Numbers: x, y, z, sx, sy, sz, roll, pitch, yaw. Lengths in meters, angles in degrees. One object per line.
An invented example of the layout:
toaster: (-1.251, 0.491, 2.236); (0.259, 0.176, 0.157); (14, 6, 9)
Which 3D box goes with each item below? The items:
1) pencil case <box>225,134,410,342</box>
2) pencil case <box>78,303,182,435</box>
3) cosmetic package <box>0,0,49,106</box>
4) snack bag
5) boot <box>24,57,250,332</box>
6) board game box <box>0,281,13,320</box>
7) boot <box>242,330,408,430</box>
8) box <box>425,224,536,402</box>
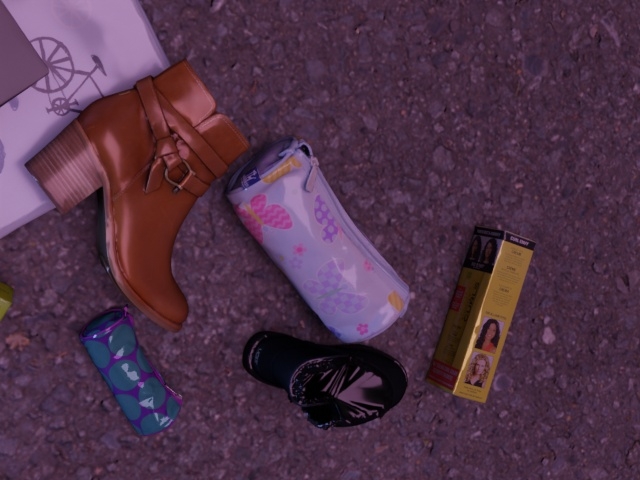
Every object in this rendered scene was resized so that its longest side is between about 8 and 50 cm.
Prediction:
pencil case: (0.000, 0.000, 1.217); (0.124, 0.113, 0.273); (-29, 111, 17)
pencil case: (-0.225, 0.157, 1.169); (0.070, 0.064, 0.152); (-29, 108, -1)
cosmetic package: (-0.402, -0.137, 0.957); (0.238, 0.127, 0.107); (-46, 112, -30)
snack bag: (-0.341, -0.196, 1.093); (0.342, 0.037, 0.323); (-31, 108, -16)
boot: (-0.174, -0.049, 1.127); (0.220, 0.109, 0.283); (-37, 112, -10)
board game box: (-0.442, 0.056, 1.063); (0.181, 0.043, 0.092); (31, 100, -23)
boot: (0.040, 0.183, 1.208); (0.246, 0.207, 0.094); (18, 89, -25)
box: (0.220, 0.100, 1.342); (0.058, 0.087, 0.232); (18, 90, -22)
